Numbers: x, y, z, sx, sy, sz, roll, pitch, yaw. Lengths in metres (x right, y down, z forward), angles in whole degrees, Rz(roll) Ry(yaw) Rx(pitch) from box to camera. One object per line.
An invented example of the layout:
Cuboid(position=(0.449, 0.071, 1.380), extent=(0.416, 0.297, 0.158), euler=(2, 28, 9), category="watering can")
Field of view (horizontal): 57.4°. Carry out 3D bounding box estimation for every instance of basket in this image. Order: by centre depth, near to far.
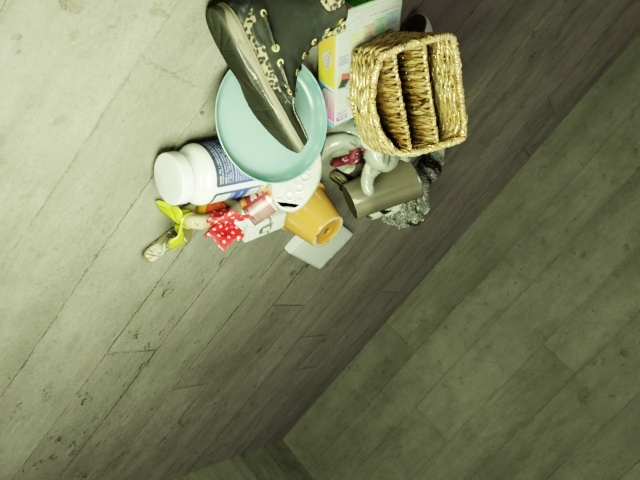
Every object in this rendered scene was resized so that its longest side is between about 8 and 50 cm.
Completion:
Cuboid(position=(0.219, -0.365, 1.496), extent=(0.213, 0.223, 0.299), euler=(-33, 127, -28), category="basket")
Cuboid(position=(0.199, -0.175, 1.964), extent=(0.227, 0.204, 0.154), euler=(-23, 122, -6), category="basket")

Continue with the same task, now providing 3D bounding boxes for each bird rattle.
Cuboid(position=(-0.290, -0.070, 1.516), extent=(0.207, 0.253, 0.143), euler=(-56, 136, -59), category="bird rattle")

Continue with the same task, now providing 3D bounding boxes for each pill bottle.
Cuboid(position=(-0.266, -0.171, 1.451), extent=(0.264, 0.153, 0.153), euler=(-18, 144, -45), category="pill bottle")
Cuboid(position=(-0.181, -0.092, 1.627), extent=(0.152, 0.086, 0.086), euler=(-35, 155, 3), category="pill bottle")

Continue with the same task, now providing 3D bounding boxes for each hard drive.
Cuboid(position=(0.000, 0.000, 2.259), extent=(0.203, 0.040, 0.307), euler=(-47, 155, 5), category="hard drive")

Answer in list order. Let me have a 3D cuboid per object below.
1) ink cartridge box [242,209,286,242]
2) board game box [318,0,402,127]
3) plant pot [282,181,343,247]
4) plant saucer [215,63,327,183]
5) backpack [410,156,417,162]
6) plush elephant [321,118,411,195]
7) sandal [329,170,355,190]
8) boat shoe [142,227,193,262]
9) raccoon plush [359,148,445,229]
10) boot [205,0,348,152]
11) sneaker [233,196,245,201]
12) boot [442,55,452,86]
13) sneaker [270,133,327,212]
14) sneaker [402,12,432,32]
Cuboid(position=(-0.195, -0.070, 1.767), extent=(0.150, 0.109, 0.063), euler=(-25, 146, -37), category="ink cartridge box")
Cuboid(position=(0.103, -0.490, 1.563), extent=(0.242, 0.064, 0.316), euler=(-30, 141, -29), category="board game box")
Cuboid(position=(-0.035, -0.084, 1.897), extent=(0.205, 0.188, 0.205), euler=(-35, 154, -20), category="plant pot")
Cuboid(position=(-0.122, -0.298, 1.431), extent=(0.317, 0.044, 0.317), euler=(-6, 100, -35), category="plant saucer")
Cuboid(position=(0.295, -0.335, 2.098), extent=(0.182, 0.115, 0.152), euler=(-40, 158, 2), category="backpack")
Cuboid(position=(0.132, -0.266, 1.790), extent=(0.272, 0.255, 0.330), euler=(-11, 139, -51), category="plush elephant")
Cuboid(position=(0.097, -0.207, 2.064), extent=(0.219, 0.090, 0.060), euler=(34, 78, -58), category="sandal")
Cuboid(position=(-0.424, 0.007, 1.618), extent=(0.153, 0.048, 0.056), euler=(-41, 110, -18), category="boat shoe")
Cuboid(position=(0.301, -0.258, 2.243), extent=(0.299, 0.216, 0.446), euler=(47, 58, -54), category="raccoon plush")
Cuboid(position=(-0.055, -0.415, 1.318), extent=(0.284, 0.138, 0.377), euler=(-42, 124, -15), category="boot")
Cuboid(position=(-0.181, -0.123, 1.696), extent=(0.222, 0.118, 0.083), euler=(-32, 152, -26), category="sneaker")
Cuboid(position=(0.320, -0.479, 1.968), extent=(0.295, 0.104, 0.211), euler=(-37, 144, -6), category="boot")
Cuboid(position=(-0.062, -0.179, 1.628), extent=(0.236, 0.130, 0.323), euler=(99, 0, -65), category="sneaker")
Cuboid(position=(0.269, -0.517, 1.750), extent=(0.123, 0.106, 0.290), euler=(-2, 118, -63), category="sneaker")
